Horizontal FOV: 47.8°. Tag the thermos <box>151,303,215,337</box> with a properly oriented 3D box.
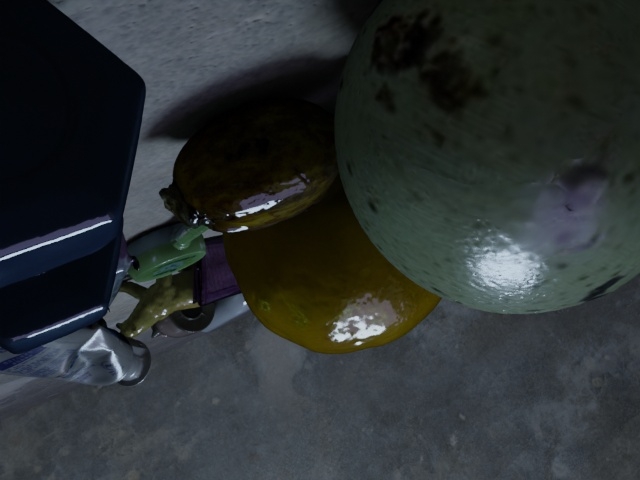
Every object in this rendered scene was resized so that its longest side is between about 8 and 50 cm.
[{"bbox_3d":[-0.307,0.155,1.594,0.193,0.105,0.137,-30,-158,56],"label":"thermos"}]

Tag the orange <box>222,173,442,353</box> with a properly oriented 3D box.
[{"bbox_3d":[0.025,-0.008,0.842,0.279,0.279,0.235,-22,144,-8],"label":"orange"}]

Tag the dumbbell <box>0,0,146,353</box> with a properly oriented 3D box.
[{"bbox_3d":[-0.203,-0.020,0.481,0.144,0.160,0.325,9,162,-16],"label":"dumbbell"}]

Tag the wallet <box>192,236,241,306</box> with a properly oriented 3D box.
[{"bbox_3d":[-0.154,0.044,1.244,0.030,0.111,0.166,14,-163,32],"label":"wallet"}]

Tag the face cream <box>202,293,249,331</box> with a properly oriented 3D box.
[{"bbox_3d":[-0.165,0.104,1.580,0.337,0.080,0.163,-33,-166,52],"label":"face cream"}]

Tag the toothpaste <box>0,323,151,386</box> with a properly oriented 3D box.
[{"bbox_3d":[-0.264,0.116,0.749,0.096,0.061,0.266,-27,161,8],"label":"toothpaste"}]

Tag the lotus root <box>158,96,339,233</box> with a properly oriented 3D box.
[{"bbox_3d":[-0.051,-0.076,0.685,0.209,0.120,0.120,-23,173,-11],"label":"lotus root"}]

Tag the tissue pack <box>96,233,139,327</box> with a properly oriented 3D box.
[{"bbox_3d":[-0.381,0.072,0.702,0.361,0.122,0.259,-17,168,-29],"label":"tissue pack"}]

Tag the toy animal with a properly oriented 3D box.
[{"bbox_3d":[-0.257,0.090,1.239,0.219,0.101,0.103,-18,172,-34],"label":"toy animal"}]

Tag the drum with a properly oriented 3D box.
[{"bbox_3d":[-0.201,-0.002,0.966,0.130,0.049,0.253,-20,172,-23],"label":"drum"}]

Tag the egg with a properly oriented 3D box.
[{"bbox_3d":[0.152,-0.087,0.571,0.288,0.287,0.379,-25,159,10],"label":"egg"}]
